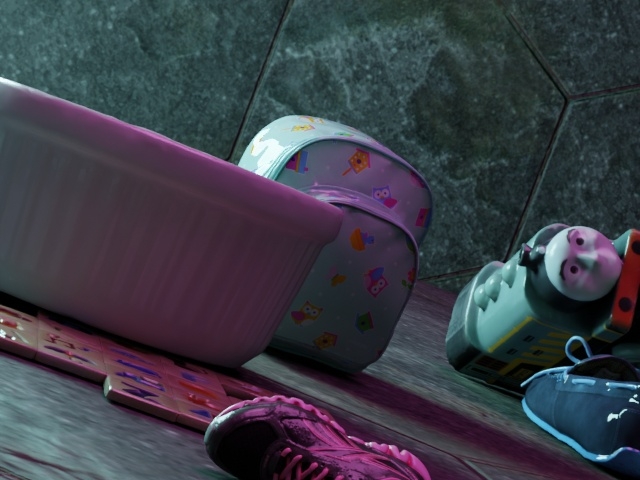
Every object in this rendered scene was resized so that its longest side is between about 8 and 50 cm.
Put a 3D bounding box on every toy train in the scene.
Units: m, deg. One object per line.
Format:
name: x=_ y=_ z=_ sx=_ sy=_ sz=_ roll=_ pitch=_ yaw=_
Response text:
toy train: x=0.243 y=0.074 z=1.770 sx=0.190 sy=0.142 sz=0.334 roll=17 pitch=-18 yaw=-6

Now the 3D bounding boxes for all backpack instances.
backpack: x=0.000 y=0.000 z=1.485 sx=0.166 sy=0.188 sz=0.144 roll=21 pitch=2 yaw=-22

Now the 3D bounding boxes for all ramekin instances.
ramekin: x=-0.130 y=-0.009 z=1.241 sx=0.273 sy=0.127 sz=0.273 roll=20 pitch=0 yaw=0

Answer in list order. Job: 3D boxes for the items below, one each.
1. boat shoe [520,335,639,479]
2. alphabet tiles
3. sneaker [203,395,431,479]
boat shoe: x=0.255 y=0.143 z=1.615 sx=0.109 sy=0.089 sz=0.258 roll=20 pitch=2 yaw=-17
alphabet tiles: x=-0.090 y=0.083 z=1.069 sx=0.237 sy=0.009 sz=0.198 roll=20 pitch=3 yaw=-10
sneaker: x=0.003 y=0.112 z=0.879 sx=0.119 sy=0.047 sz=0.057 roll=19 pitch=14 yaw=-14
